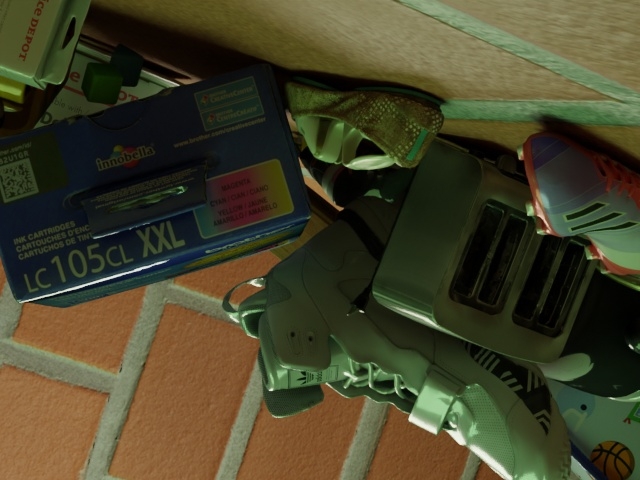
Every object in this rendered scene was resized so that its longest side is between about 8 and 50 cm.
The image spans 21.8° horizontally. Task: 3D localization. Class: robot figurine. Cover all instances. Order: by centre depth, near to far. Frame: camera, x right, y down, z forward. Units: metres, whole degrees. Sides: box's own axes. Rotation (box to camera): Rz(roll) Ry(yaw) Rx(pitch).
[{"bbox_3d":[0.276,0.064,1.707,0.278,0.209,0.173,22,135,-37],"label":"robot figurine"}]

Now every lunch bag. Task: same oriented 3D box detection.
[{"bbox_3d":[0.342,0.146,2.027,0.385,0.239,0.328,46,-178,6],"label":"lunch bag"}]

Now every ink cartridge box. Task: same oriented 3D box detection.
[{"bbox_3d":[-0.255,-0.180,1.299,0.143,0.092,0.090,20,177,-3],"label":"ink cartridge box"},{"bbox_3d":[-0.155,-0.043,1.523,0.270,0.151,0.395,-17,176,-3],"label":"ink cartridge box"},{"bbox_3d":[-0.301,-0.152,1.802,0.207,0.119,0.353,21,177,-26],"label":"ink cartridge box"}]

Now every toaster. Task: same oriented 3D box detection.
[{"bbox_3d":[0.147,0.016,1.496,0.168,0.185,0.110,22,180,-33],"label":"toaster"}]

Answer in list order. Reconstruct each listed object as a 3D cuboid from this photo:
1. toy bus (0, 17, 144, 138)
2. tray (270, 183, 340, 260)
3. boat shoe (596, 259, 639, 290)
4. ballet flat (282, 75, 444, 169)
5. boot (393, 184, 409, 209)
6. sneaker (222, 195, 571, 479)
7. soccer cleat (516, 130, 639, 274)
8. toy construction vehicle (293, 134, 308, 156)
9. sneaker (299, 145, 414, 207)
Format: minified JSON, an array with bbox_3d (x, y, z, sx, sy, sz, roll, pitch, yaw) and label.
[{"bbox_3d":[-0.279,-0.141,1.455,0.202,0.104,0.191,-7,-143,-39],"label":"toy bus"},{"bbox_3d":[0.000,0.000,1.959,0.411,0.076,0.203,40,-173,25],"label":"tray"},{"bbox_3d":[0.336,0.015,1.554,0.178,0.064,0.060,16,145,23],"label":"boat shoe"},{"bbox_3d":[0.022,-0.094,1.364,0.073,0.067,0.206,20,177,-30],"label":"ballet flat"},{"bbox_3d":[0.096,-0.043,1.889,0.087,0.042,0.118,1,-164,5],"label":"boot"},{"bbox_3d":[0.068,0.135,1.619,0.366,0.210,0.137,52,157,24],"label":"sneaker"},{"bbox_3d":[0.228,-0.032,1.294,0.095,0.083,0.248,-15,156,24],"label":"soccer cleat"},{"bbox_3d":[-0.061,-0.117,1.850,0.086,0.035,0.098,8,-175,-29],"label":"toy construction vehicle"},{"bbox_3d":[0.037,-0.077,1.767,0.077,0.072,0.178,43,-172,22],"label":"sneaker"}]
